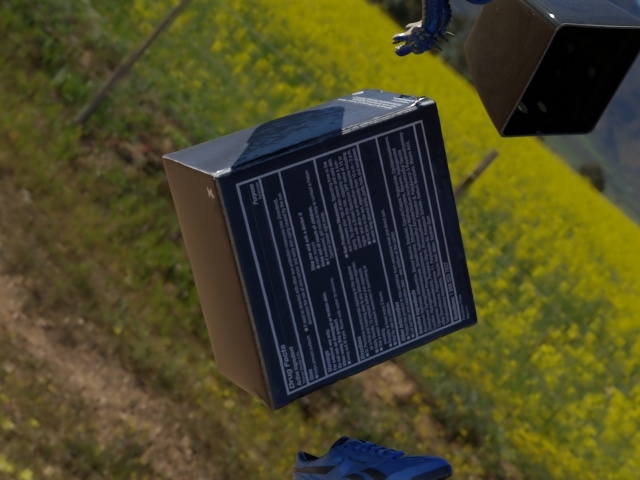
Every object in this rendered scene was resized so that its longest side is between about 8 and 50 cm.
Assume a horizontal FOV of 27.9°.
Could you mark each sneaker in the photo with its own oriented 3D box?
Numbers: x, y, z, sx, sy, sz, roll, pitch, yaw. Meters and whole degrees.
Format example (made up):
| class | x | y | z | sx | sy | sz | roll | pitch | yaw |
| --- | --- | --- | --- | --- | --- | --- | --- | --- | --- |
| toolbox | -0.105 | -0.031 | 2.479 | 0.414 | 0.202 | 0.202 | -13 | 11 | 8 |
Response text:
| class | x | y | z | sx | sy | sz | roll | pitch | yaw |
| --- | --- | --- | --- | --- | --- | --- | --- | --- | --- |
| sneaker | 0.054 | 0.263 | 1.508 | 0.069 | 0.209 | 0.082 | 12 | 66 | -55 |

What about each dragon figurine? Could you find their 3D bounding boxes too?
| class | x | y | z | sx | sy | sz | roll | pitch | yaw |
| --- | --- | --- | --- | --- | --- | --- | --- | --- | --- |
| dragon figurine | 0.187 | -0.337 | 1.528 | 0.144 | 0.289 | 0.085 | 50 | 16 | -20 |

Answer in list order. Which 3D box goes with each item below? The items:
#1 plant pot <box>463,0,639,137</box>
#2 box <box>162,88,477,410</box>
| class | x | y | z | sx | sy | sz | roll | pitch | yaw |
| --- | --- | --- | --- | --- | --- | --- | --- | --- | --- |
| plant pot | 0.312 | -0.269 | 1.811 | 0.187 | 0.188 | 0.167 | -5 | 44 | -35 |
| box | 0.000 | 0.000 | 1.558 | 0.182 | 0.294 | 0.296 | 20 | -53 | 60 |
